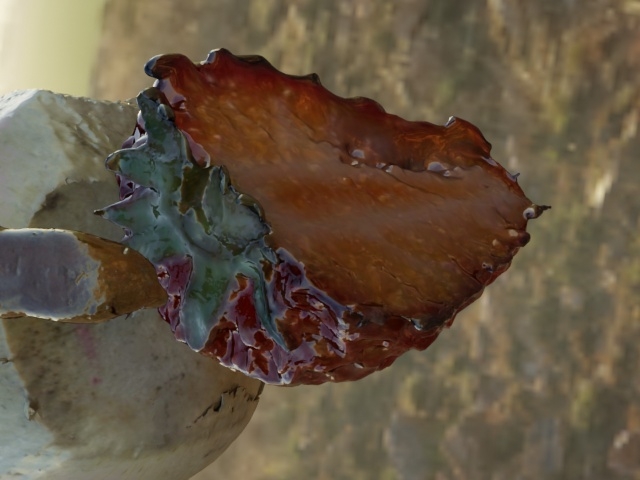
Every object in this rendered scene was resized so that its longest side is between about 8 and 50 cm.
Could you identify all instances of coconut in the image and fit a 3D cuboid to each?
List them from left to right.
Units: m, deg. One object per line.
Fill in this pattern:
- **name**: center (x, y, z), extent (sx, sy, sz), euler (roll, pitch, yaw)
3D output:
- **coconut**: center (-0.199, 0.040, 1.411), extent (0.352, 0.352, 0.353), euler (-173, 90, -78)

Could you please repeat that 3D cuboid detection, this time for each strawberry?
- **strawberry**: center (-0.016, -0.009, 1.176), extent (0.150, 0.253, 0.280), euler (-58, -13, 30)

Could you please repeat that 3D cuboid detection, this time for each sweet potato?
- **sweet potato**: center (-0.173, 0.010, 0.928), extent (0.056, 0.194, 0.056), euler (14, -90, -88)
